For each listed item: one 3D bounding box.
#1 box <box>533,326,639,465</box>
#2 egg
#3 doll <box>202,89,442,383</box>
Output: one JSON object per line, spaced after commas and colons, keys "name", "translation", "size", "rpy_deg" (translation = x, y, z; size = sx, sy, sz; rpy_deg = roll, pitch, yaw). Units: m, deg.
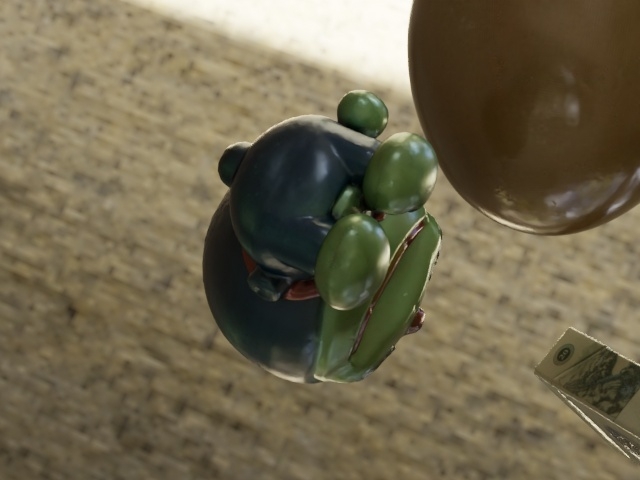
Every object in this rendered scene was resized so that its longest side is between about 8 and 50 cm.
{"name": "box", "translation": [0.354, 0.196, 1.941], "size": [0.164, 0.256, 0.069], "rpy_deg": [42, 85, -28]}
{"name": "egg", "translation": [0.230, -0.189, 1.757], "size": [0.374, 0.301, 0.301], "rpy_deg": [-70, 157, -15]}
{"name": "doll", "translation": [0.000, 0.001, 1.485], "size": [0.198, 0.186, 0.322], "rpy_deg": [-58, 166, -23]}
